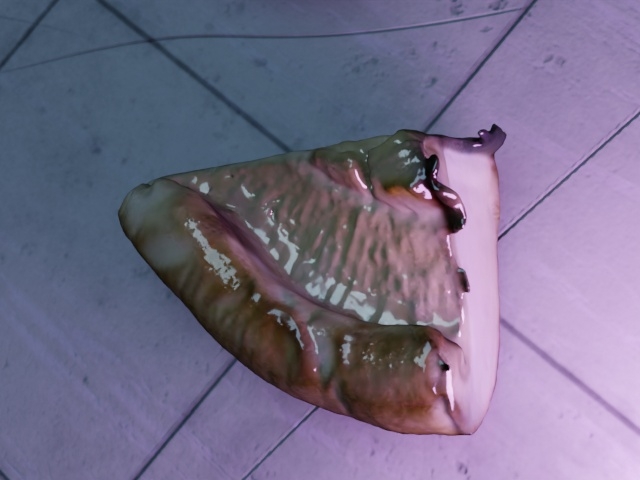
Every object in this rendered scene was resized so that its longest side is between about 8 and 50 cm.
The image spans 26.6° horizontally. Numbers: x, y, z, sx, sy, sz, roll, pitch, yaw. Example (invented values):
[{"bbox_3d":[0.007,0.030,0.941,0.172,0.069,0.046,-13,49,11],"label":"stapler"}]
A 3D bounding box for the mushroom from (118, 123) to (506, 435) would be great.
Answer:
[{"bbox_3d":[-0.014,0.042,1.426,0.397,0.224,0.314,-2,89,24],"label":"mushroom"}]
